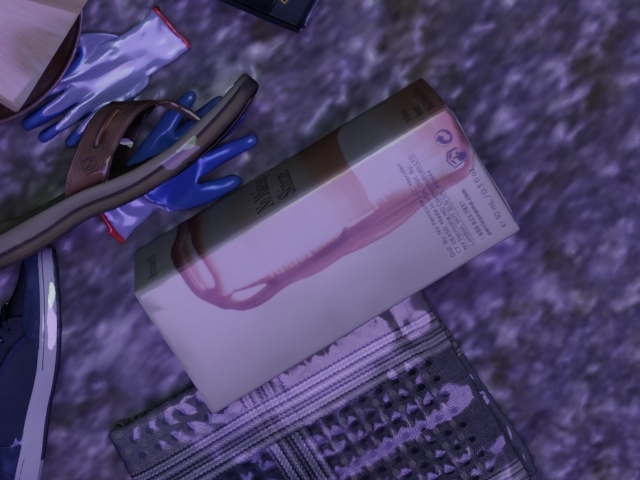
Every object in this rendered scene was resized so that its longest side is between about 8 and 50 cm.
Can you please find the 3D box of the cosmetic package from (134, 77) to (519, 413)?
[{"bbox_3d":[0.000,0.000,1.506,0.296,0.153,0.129,-32,106,2],"label":"cosmetic package"}]

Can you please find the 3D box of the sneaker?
[{"bbox_3d":[-0.307,0.106,1.533,0.163,0.086,0.226,8,106,-12],"label":"sneaker"}]

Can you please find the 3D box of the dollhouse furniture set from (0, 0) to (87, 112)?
[{"bbox_3d":[-0.351,-0.239,1.249,0.394,0.256,0.362,32,91,-12],"label":"dollhouse furniture set"}]

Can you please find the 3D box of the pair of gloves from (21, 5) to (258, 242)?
[{"bbox_3d":[-0.157,-0.102,1.524,0.159,0.023,0.198,-35,108,4],"label":"pair of gloves"}]

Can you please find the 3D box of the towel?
[{"bbox_3d":[0.018,0.217,1.631,0.324,0.056,0.312,-29,104,4],"label":"towel"}]

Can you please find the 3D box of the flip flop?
[{"bbox_3d":[-0.176,-0.066,1.476,0.277,0.112,0.080,-28,95,9],"label":"flip flop"}]

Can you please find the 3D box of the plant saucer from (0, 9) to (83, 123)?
[{"bbox_3d":[-0.291,-0.192,1.466,0.199,0.036,0.198,0,104,0],"label":"plant saucer"}]

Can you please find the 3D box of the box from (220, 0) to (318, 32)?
[{"bbox_3d":[-0.037,-0.294,1.426,0.175,0.051,0.220,19,106,-42],"label":"box"}]
